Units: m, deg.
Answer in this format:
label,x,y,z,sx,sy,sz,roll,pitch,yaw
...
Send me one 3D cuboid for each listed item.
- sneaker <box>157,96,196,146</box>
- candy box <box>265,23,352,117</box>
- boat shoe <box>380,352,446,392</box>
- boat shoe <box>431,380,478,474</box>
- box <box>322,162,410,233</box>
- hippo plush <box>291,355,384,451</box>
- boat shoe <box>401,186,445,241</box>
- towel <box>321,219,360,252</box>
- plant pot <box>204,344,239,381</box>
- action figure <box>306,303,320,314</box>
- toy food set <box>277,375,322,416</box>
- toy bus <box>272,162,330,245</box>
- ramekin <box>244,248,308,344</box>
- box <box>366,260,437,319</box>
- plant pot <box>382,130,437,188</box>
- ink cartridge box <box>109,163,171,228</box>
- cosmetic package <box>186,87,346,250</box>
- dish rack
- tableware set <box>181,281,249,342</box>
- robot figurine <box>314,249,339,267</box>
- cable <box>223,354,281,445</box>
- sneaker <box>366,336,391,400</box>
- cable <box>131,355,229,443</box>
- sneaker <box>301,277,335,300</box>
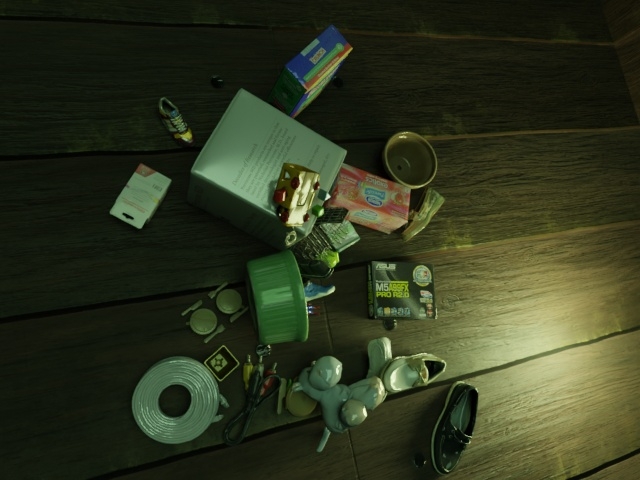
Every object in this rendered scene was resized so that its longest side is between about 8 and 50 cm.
label,x,y,z,sx,sy,sz,roll,pitch,yaw
sneaker,-0.503,-0.410,1.640,0.069,0.084,0.185,-42,93,-23
candy box,-0.055,-0.585,1.718,0.122,0.317,0.268,44,67,-5
boat shoe,0.331,0.461,1.666,0.302,0.103,0.113,-10,91,-45
boat shoe,0.509,0.690,1.731,0.127,0.113,0.340,32,69,-11
box,0.174,-0.153,1.782,0.299,0.142,0.154,18,65,-17
hippo plush,0.053,0.489,1.559,0.237,0.294,0.234,48,42,12
boat shoe,0.393,-0.104,1.893,0.089,0.104,0.285,44,57,-1
towel,0.072,-0.043,1.796,0.113,0.023,0.152,-31,89,-24
plant pot,-0.323,0.394,1.515,0.081,0.083,0.081,-41,93,-24
action figure,-0.048,0.241,1.659,0.115,0.030,0.038,15,76,-39
toy food set,-0.065,0.530,1.607,0.191,0.038,0.133,13,78,-28
toy bus,-0.084,-0.124,1.359,0.104,0.191,0.202,30,64,35
ramekin,-0.150,0.188,1.517,0.148,0.303,0.304,-9,81,-14
box,0.310,0.194,1.806,0.269,0.060,0.217,4,76,-19
plant pot,0.342,-0.313,1.912,0.237,0.109,0.238,5,76,-20
ink cartridge box,-0.591,-0.137,1.553,0.115,0.067,0.198,29,68,-11
cosmetic package,-0.191,-0.213,1.573,0.393,0.329,0.328,28,72,-11
dish rack,0.000,0.000,1.655,0.074,0.208,0.272,45,63,-33
tableware set,-0.347,0.240,1.569,0.194,0.039,0.128,-38,80,-29
robot figurine,0.019,0.073,1.698,0.101,0.115,0.067,-24,86,-24
cable,-0.216,0.527,1.539,0.139,0.072,0.288,16,80,1
sneaker,0.221,0.468,1.698,0.094,0.090,0.235,7,88,-61
cable,-0.439,0.487,1.432,0.257,0.089,0.257,-29,90,-12
sneaker,-0.025,0.164,1.692,0.152,0.058,0.085,-16,92,-16
